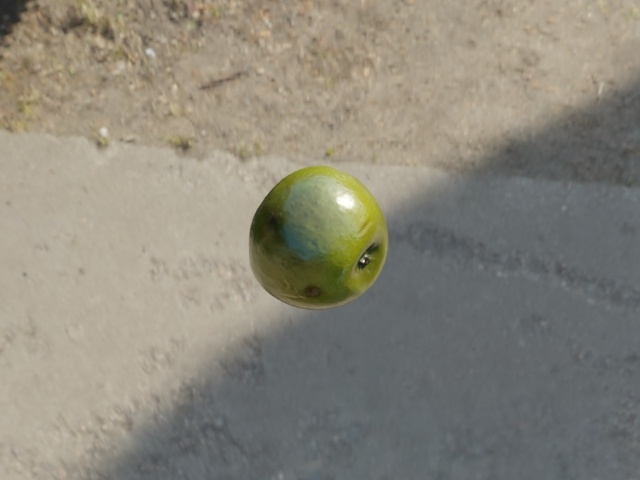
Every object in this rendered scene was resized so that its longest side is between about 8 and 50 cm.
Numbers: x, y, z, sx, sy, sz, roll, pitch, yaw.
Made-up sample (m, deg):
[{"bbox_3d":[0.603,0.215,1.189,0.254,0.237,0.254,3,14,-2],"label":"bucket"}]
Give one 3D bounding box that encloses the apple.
[{"bbox_3d":[0.000,0.000,1.503,0.156,0.196,0.196,25,65,26],"label":"apple"}]
